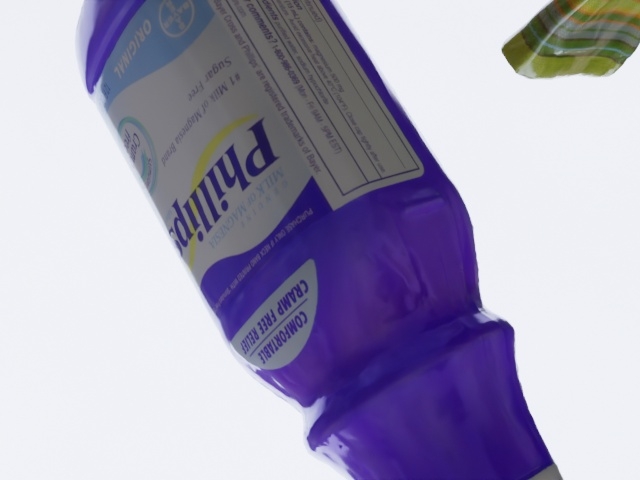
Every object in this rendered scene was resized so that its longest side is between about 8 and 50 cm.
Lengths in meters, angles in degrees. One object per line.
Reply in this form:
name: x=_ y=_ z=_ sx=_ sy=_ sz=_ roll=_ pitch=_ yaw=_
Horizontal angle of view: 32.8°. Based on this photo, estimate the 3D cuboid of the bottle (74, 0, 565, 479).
bottle: x=0.000 y=0.000 z=0.440 sx=0.092 sy=0.118 sz=0.283 roll=-17 pitch=-110 yaw=-40

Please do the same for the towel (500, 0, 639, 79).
towel: x=0.160 y=-0.126 z=0.322 sx=0.021 sy=0.237 sz=0.102 roll=55 pitch=-149 yaw=8
